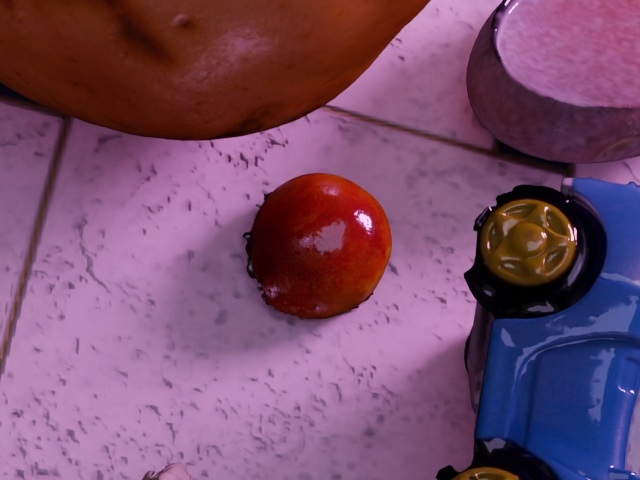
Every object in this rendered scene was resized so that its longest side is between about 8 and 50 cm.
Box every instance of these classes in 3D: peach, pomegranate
[{"bbox_3d":[0.001,-0.001,1.156,0.098,0.061,0.098,6,69,-17],"label":"peach"},{"bbox_3d":[-0.070,-0.265,1.095,0.410,0.410,0.410,4,67,-10],"label":"pomegranate"}]

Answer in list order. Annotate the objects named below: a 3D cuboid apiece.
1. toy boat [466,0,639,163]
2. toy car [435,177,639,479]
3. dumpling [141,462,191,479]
[{"bbox_3d":[0.198,-0.116,1.238,0.227,0.085,0.155,-23,58,-26],"label":"toy boat"},{"bbox_3d":[0.147,0.121,1.049,0.166,0.198,0.314,7,64,11],"label":"toy car"},{"bbox_3d":[-0.064,0.284,0.889,0.233,0.315,0.395,3,59,-4],"label":"dumpling"}]
